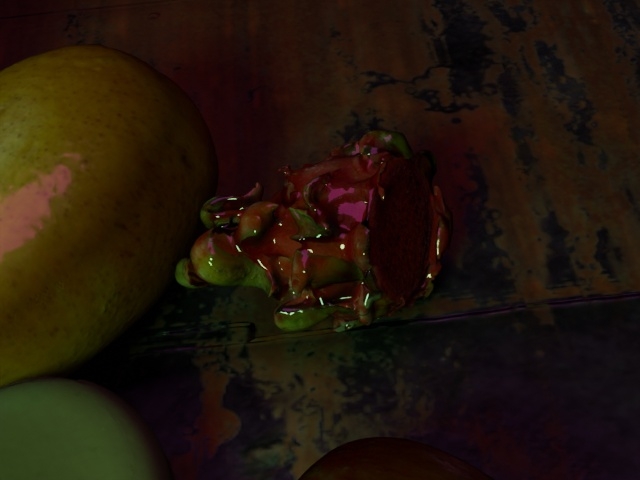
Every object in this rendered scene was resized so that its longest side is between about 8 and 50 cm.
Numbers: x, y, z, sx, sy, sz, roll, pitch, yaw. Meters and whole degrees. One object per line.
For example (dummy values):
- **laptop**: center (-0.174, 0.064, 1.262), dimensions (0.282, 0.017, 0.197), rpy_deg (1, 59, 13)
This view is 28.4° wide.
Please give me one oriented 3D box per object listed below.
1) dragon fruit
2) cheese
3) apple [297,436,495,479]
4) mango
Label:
- **dragon fruit**: center (0.000, 0.000, 0.884), dimensions (0.208, 0.133, 0.150), rpy_deg (-12, 0, -11)
- **cheese**: center (-0.168, 0.169, 0.742), dimensions (0.175, 0.091, 0.202), rpy_deg (-20, 42, -15)
- **apple**: center (0.038, 0.190, 0.636), dimensions (0.168, 0.181, 0.181), rpy_deg (28, 46, 1)
- **mango**: center (-0.218, 0.003, 0.874), dimensions (0.199, 0.201, 0.350), rpy_deg (-22, 22, 53)
